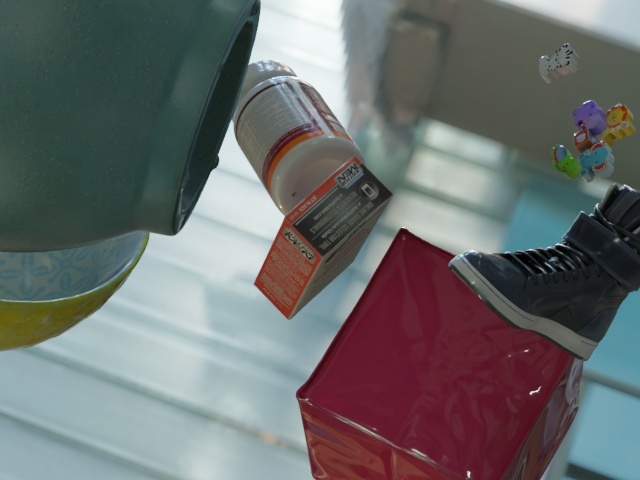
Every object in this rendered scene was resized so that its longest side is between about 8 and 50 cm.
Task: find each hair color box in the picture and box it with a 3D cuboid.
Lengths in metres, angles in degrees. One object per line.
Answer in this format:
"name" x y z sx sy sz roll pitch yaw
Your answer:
"hair color box" 0.000 0.000 1.662 0.093 0.053 0.167 -42 -7 -23

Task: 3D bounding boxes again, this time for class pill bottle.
"pill bottle" -0.036 -0.125 2.256 0.221 0.121 0.121 -122 41 -50

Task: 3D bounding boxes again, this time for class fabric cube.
"fabric cube" 0.144 0.189 2.169 0.254 0.259 0.258 -57 -19 -21

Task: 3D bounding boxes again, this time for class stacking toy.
"stacking toy" 0.352 -0.127 2.371 0.052 0.167 0.221 -26 44 28

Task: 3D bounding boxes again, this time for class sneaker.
"sneaker" 0.225 0.009 1.698 0.163 0.086 0.226 -52 -39 11

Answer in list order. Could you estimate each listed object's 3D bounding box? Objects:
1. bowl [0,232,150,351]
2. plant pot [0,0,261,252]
"bowl" -0.298 -0.002 1.517 0.156 0.289 0.289 -62 0 37
"plant pot" -0.156 -0.115 1.236 0.293 0.196 0.293 19 -90 -88
